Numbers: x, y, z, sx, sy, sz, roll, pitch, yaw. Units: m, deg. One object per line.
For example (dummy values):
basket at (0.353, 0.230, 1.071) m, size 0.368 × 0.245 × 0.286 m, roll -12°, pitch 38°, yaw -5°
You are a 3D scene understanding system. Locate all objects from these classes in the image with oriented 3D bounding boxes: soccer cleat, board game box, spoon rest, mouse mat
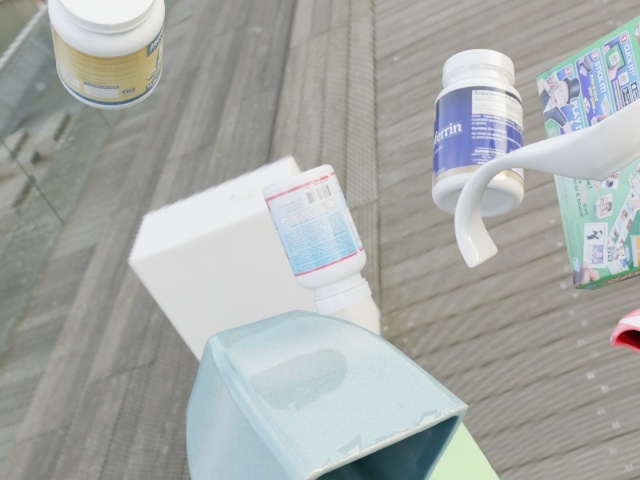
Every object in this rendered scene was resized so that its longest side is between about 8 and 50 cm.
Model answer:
soccer cleat at (0.599, 0.179, 1.517) m, size 0.095 × 0.083 × 0.248 m, roll -32°, pitch 34°, yaw -30°
board game box at (0.397, -0.114, 1.214) m, size 0.213 × 0.046 × 0.317 m, roll -27°, pitch 64°, yaw 52°
spoon rest at (0.230, -0.075, 0.903) m, size 0.276 × 0.084 × 0.137 m, roll -41°, pitch -10°, yaw 39°
mouse mat at (0.178, 0.325, 1.414) m, size 0.153 × 0.189 × 0.007 m, roll -19°, pitch -23°, yaw -34°

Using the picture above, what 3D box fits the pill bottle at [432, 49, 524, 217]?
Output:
pill bottle at (0.271, -0.185, 1.591) m, size 0.153 × 0.153 × 0.264 m, roll -10°, pitch 64°, yaw 31°

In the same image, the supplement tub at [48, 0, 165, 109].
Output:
supplement tub at (-0.278, -0.277, 1.214) m, size 0.144 × 0.144 × 0.199 m, roll -44°, pitch -8°, yaw -23°

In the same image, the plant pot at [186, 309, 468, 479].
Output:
plant pot at (-0.029, 0.226, 1.107) m, size 0.247 × 0.247 × 0.252 m, roll -14°, pitch 47°, yaw -38°

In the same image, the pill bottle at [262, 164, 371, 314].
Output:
pill bottle at (0.000, 0.000, 1.066) m, size 0.087 × 0.160 × 0.087 m, roll -21°, pitch 2°, yaw 1°
